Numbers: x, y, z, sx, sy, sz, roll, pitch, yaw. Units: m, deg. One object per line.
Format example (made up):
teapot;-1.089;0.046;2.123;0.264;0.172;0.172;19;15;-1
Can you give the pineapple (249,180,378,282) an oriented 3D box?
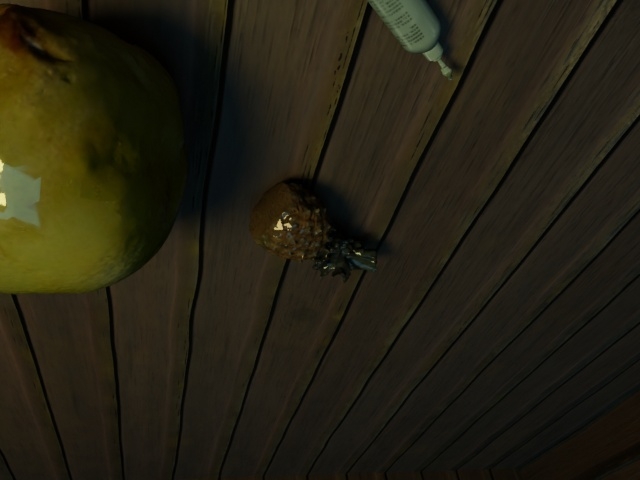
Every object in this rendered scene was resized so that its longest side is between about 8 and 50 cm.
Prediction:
pineapple;0.000;-0.001;0.780;0.128;0.128;0.248;-36;134;25

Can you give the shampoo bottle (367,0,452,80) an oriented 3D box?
shampoo bottle;0.110;-0.277;0.563;0.056;0.056;0.195;-35;131;24

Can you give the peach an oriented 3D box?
peach;-0.307;-0.090;0.513;0.282;0.313;0.315;16;172;-5
